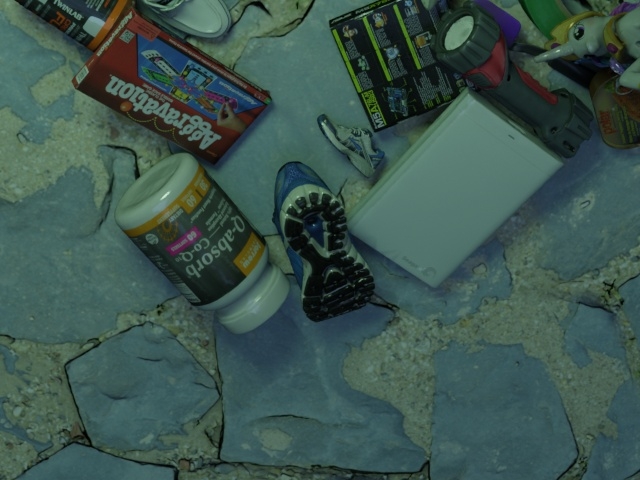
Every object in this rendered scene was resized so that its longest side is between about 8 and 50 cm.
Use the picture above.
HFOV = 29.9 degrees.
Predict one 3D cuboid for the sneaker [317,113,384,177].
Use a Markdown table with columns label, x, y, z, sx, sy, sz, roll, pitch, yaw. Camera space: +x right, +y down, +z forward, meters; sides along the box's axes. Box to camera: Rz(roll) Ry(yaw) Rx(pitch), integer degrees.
| label | x | y | z | sx | sy | sz | roll | pitch | yaw |
| --- | --- | --- | --- | --- | --- | --- | --- | --- | --- |
| sneaker | 0.049 | -0.162 | 1.900 | 0.058 | 0.052 | 0.135 | -45 | 120 | 5 |

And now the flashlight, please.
| label | x | y | z | sx | sy | sz | roll | pitch | yaw |
| --- | --- | --- | --- | --- | --- | --- | --- | --- | --- |
| flashlight | 0.301 | -0.246 | 1.824 | 0.304 | 0.103 | 0.103 | 28 | 113 | -35 |

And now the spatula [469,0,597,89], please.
| label | x | y | z | sx | sy | sz | roll | pitch | yaw |
| --- | --- | --- | --- | --- | --- | --- | --- | --- | --- |
| spatula | 0.343 | -0.290 | 1.867 | 0.296 | 0.030 | 0.084 | 21 | 130 | -18 |

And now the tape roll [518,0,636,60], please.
| label | x | y | z | sx | sy | sz | roll | pitch | yaw |
| --- | --- | --- | --- | --- | --- | --- | --- | --- | --- |
| tape roll | 0.446 | -0.427 | 1.787 | 0.321 | 0.077 | 0.321 | -2 | 117 | -5 |

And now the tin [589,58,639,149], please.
| label | x | y | z | sx | sy | sz | roll | pitch | yaw |
| --- | --- | --- | --- | --- | --- | --- | --- | --- | --- |
| tin | 0.480 | -0.213 | 1.876 | 0.106 | 0.040 | 0.190 | -21 | 143 | 9 |

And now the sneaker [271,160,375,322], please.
| label | x | y | z | sx | sy | sz | roll | pitch | yaw |
| --- | --- | --- | --- | --- | --- | --- | --- | --- | --- |
| sneaker | 0.000 | 0.000 | 1.932 | 0.129 | 0.147 | 0.330 | -17 | 136 | -4 |

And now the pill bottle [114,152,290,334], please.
| label | x | y | z | sx | sy | sz | roll | pitch | yaw |
| --- | --- | --- | --- | --- | --- | --- | --- | --- | --- |
| pill bottle | -0.181 | 0.009 | 1.894 | 0.162 | 0.162 | 0.278 | -36 | 114 | 12 |

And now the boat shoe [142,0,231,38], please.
| label | x | y | z | sx | sy | sz | roll | pitch | yaw |
| --- | --- | --- | --- | --- | --- | --- | --- | --- | --- |
| boat shoe | -0.231 | -0.363 | 1.753 | 0.226 | 0.076 | 0.083 | 31 | 110 | -19 |

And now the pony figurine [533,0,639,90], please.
| label | x | y | z | sx | sy | sz | roll | pitch | yaw |
| --- | --- | --- | --- | --- | --- | --- | --- | --- | --- |
| pony figurine | 0.497 | -0.330 | 1.642 | 0.351 | 0.363 | 0.303 | -34 | 108 | -6 |

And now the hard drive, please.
| label | x | y | z | sx | sy | sz | roll | pitch | yaw |
| --- | --- | --- | --- | --- | --- | --- | --- | --- | --- |
| hard drive | 0.211 | -0.078 | 1.930 | 0.203 | 0.040 | 0.307 | 33 | 118 | -19 |

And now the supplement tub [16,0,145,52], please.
| label | x | y | z | sx | sy | sz | roll | pitch | yaw |
| --- | --- | --- | --- | --- | --- | --- | --- | --- | --- |
| supplement tub | -0.341 | -0.342 | 1.737 | 0.198 | 0.106 | 0.106 | 32 | 109 | -19 |

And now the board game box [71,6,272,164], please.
| label | x | y | z | sx | sy | sz | roll | pitch | yaw |
| --- | --- | --- | --- | --- | --- | --- | --- | --- | --- |
| board game box | -0.217 | -0.224 | 1.791 | 0.145 | 0.027 | 0.281 | -46 | 135 | 17 |

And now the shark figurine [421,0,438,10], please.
| label | x | y | z | sx | sy | sz | roll | pitch | yaw |
| --- | --- | --- | --- | --- | --- | --- | --- | --- | --- |
| shark figurine | 0.234 | -0.474 | 1.719 | 0.116 | 0.166 | 0.278 | 1 | 149 | -47 |

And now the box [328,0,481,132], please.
| label | x | y | z | sx | sy | sz | roll | pitch | yaw |
| --- | --- | --- | --- | --- | --- | --- | --- | --- | --- |
| box | 0.131 | -0.283 | 1.842 | 0.184 | 0.045 | 0.191 | -21 | 116 | 11 |
